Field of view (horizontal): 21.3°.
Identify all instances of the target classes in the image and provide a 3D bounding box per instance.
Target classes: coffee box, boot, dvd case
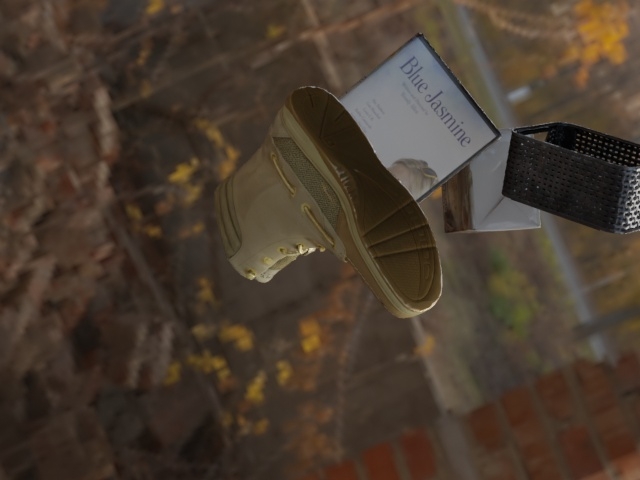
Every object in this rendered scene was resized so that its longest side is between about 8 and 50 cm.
[{"bbox_3d":[0.237,-0.081,2.422,0.246,0.098,0.141,159,-73,-85],"label":"coffee box"},{"bbox_3d":[0.000,0.000,1.760,0.095,0.203,0.262,-21,73,-44],"label":"boot"},{"bbox_3d":[0.089,-0.127,2.250,0.180,0.253,0.022,50,6,-14],"label":"dvd case"}]

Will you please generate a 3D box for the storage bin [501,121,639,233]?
[{"bbox_3d":[0.321,-0.077,2.041,0.122,0.180,0.084,-11,116,-46],"label":"storage bin"}]
